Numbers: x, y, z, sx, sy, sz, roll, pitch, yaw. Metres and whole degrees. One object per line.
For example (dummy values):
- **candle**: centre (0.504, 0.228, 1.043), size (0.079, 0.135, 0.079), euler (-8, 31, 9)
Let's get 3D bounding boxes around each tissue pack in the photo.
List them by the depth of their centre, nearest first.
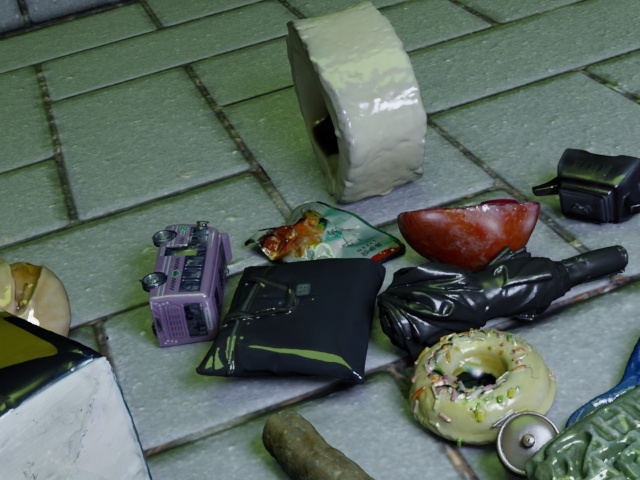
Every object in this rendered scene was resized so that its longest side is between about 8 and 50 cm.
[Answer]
- **tissue pack**: centre (-0.421, 0.214, 1.075), size (0.416, 0.253, 0.264), euler (17, 41, 38)

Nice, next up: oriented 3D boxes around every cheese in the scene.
- **cheese**: centre (0.061, -0.217, 1.602), size (0.153, 0.292, 0.332), euler (-16, 42, -6)

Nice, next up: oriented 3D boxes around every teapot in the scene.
- **teapot**: centre (0.237, 0.216, 1.008), size (0.110, 0.080, 0.085), euler (-13, 70, 5)
- **teapot**: centre (0.394, -0.068, 1.423), size (0.177, 0.087, 0.096), euler (14, 43, 37)

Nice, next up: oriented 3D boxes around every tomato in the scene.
- **tomato**: centre (0.207, -0.002, 1.345), size (0.189, 0.099, 0.173), euler (-6, 0, -22)

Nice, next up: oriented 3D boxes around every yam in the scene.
- **yam**: centre (0.030, 0.261, 1.025), size (0.061, 0.061, 0.274), euler (-28, 35, -26)

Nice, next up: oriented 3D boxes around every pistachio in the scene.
- **pistachio**: centre (-0.432, 0.103, 1.384), size (0.157, 0.157, 0.229), euler (-19, 25, -12)

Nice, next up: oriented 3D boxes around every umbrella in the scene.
- **umbrella**: centre (0.236, 0.061, 1.249), size (0.340, 0.118, 0.118), euler (-13, 30, -11)

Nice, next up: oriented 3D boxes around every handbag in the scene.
- **handbag**: centre (-0.031, 0.102, 1.285), size (0.211, 0.089, 0.254), euler (1, 31, 11)

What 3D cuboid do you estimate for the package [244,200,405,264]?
- **package**: centre (0.000, 0.000, 1.494), size (0.166, 0.040, 0.232), euler (-28, 35, -27)

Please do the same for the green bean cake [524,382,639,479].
- **green bean cake**: centre (0.327, 0.244, 0.892), size (0.222, 0.125, 0.227), euler (-25, 38, -20)

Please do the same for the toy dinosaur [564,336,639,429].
- **toy dinosaur**: centre (0.359, 0.128, 1.127), size (0.188, 0.075, 0.248), euler (-13, 35, 13)

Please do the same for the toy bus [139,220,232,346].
- **toy bus**: centre (-0.189, 0.057, 1.409), size (0.108, 0.096, 0.199), euler (-5, 33, 3)

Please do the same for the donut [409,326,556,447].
- **donut**: centre (0.183, 0.162, 1.128), size (0.174, 0.068, 0.175), euler (-8, 31, 5)
